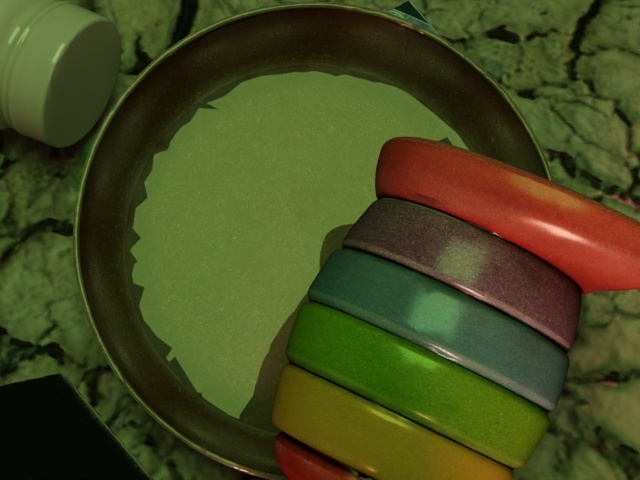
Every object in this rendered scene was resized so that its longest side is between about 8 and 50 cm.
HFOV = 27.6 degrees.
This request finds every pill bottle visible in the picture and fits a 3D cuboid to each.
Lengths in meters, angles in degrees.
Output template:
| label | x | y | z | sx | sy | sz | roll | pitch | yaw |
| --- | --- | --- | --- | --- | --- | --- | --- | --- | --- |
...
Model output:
| label | x | y | z | sx | sy | sz | roll | pitch | yaw |
| --- | --- | --- | --- | --- | --- | --- | --- | --- | --- |
| pill bottle | -0.257 | -0.150 | 0.939 | 0.208 | 0.119 | 0.119 | 24 | 61 | 15 |

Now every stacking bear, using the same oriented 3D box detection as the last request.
| label | x | y | z | sx | sy | sz | roll | pitch | yaw |
| --- | --- | --- | --- | --- | --- | --- | --- | --- | --- |
| stacking bear | 0.047 | 0.105 | 0.723 | 0.164 | 0.175 | 0.289 | 26 | 84 | -3 |

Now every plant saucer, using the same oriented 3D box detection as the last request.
| label | x | y | z | sx | sy | sz | roll | pitch | yaw |
| --- | --- | --- | --- | --- | --- | --- | --- | --- | --- |
| plant saucer | 0.000 | 0.000 | 0.837 | 0.311 | 0.050 | 0.310 | 1 | 79 | -7 |

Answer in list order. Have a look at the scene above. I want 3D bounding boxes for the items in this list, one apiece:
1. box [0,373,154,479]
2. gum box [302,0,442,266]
| label | x | y | z | sx | sy | sz | roll | pitch | yaw |
| --- | --- | --- | --- | --- | --- | --- | --- | --- | --- |
| box | -0.237 | 0.244 | 0.500 | 0.179 | 0.312 | 0.343 | 44 | 27 | 24 |
| gum box | 0.031 | -0.073 | 0.933 | 0.184 | 0.041 | 0.157 | -28 | 62 | -16 |
